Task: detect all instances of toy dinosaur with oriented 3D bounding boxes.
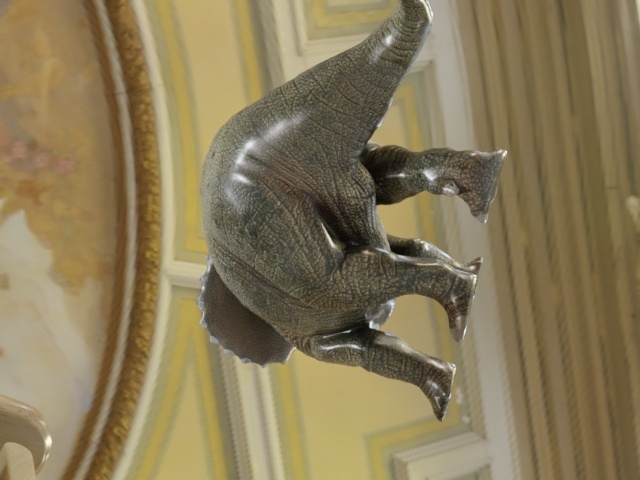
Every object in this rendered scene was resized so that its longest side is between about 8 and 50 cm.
[{"bbox_3d":[0.000,0.000,0.541,0.160,0.313,0.121,13,-114,9],"label":"toy dinosaur"}]

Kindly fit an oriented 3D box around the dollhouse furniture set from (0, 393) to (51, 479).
[{"bbox_3d":[-0.136,0.201,0.397,0.161,0.212,0.242,24,-82,-24],"label":"dollhouse furniture set"}]
